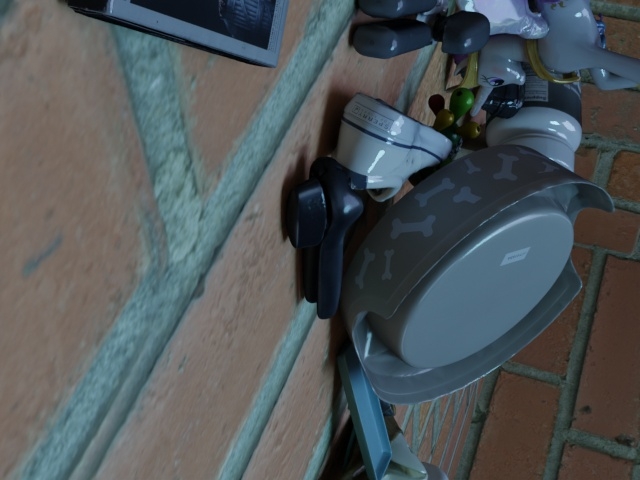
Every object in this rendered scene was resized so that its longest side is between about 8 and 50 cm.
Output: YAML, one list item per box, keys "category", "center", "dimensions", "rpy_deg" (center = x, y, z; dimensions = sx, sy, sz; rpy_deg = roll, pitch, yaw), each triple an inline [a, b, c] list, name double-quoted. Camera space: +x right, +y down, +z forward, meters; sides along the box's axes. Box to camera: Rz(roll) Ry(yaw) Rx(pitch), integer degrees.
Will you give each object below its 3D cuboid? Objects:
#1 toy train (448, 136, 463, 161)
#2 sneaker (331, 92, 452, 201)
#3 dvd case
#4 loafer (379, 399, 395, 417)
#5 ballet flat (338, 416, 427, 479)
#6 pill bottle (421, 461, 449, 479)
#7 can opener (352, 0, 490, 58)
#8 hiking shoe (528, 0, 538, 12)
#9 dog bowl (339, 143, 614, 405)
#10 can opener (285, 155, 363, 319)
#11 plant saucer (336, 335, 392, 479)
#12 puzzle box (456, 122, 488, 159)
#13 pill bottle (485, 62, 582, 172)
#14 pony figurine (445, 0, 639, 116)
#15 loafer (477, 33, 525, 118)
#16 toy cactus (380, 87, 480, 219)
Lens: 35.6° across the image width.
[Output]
- category: "toy train"
  center: [0.191, -0.112, 1.539]
  dimensions: [0.036, 0.027, 0.158]
  rpy_deg: [93, 18, -46]
- category: "sneaker"
  center: [0.064, -0.090, 1.016]
  dimensions: [0.091, 0.094, 0.258]
  rpy_deg: [-61, 162, 10]
- category: "dvd case"
  center: [-0.057, -0.198, 0.557]
  dimensions: [0.238, 0.029, 0.179]
  rpy_deg: [-15, 117, -74]
- category: "loafer"
  center: [0.086, 0.153, 1.326]
  dimensions: [0.062, 0.061, 0.170]
  rpy_deg: [-28, 129, -69]
- category: "ballet flat"
  center: [0.068, 0.327, 1.297]
  dimensions: [0.342, 0.124, 0.116]
  rpy_deg: [-50, 149, -60]
- category: "pill bottle"
  center: [0.134, 0.436, 1.429]
  dimensions: [0.117, 0.117, 0.215]
  rpy_deg: [-44, 130, -63]
- category: "can opener"
  center: [0.117, -0.229, 1.032]
  dimensions: [0.283, 0.095, 0.076]
  rpy_deg: [-39, 140, -67]
- category: "hiking shoe"
  center: [0.410, -0.547, 1.884]
  dimensions: [0.114, 0.086, 0.227]
  rpy_deg: [34, 64, -60]
- category: "dog bowl"
  center: [0.173, 0.037, 1.156]
  dimensions: [0.348, 0.102, 0.349]
  rpy_deg: [-27, 146, -20]
- category: "can opener"
  center: [0.000, 0.000, 0.919]
  dimensions: [0.186, 0.073, 0.059]
  rpy_deg: [91, -19, -49]
- category: "plant saucer"
  center: [0.055, 0.207, 1.237]
  dimensions: [0.067, 0.018, 0.192]
  rpy_deg: [-52, 132, -57]
- category: "puzzle box"
  center: [0.269, 0.000, 1.877]
  dimensions: [0.272, 0.052, 0.409]
  rpy_deg: [-40, 141, -66]
- category: "pill bottle"
  center: [0.366, -0.228, 1.709]
  dimensions: [0.161, 0.161, 0.283]
  rpy_deg: [74, 20, -62]
- category: "pony figurine"
  center: [0.311, -0.321, 1.310]
  dimensions: [0.303, 0.363, 0.351]
  rpy_deg: [-50, 135, -44]
- category: "loafer"
  center: [0.289, -0.303, 1.634]
  dimensions: [0.076, 0.078, 0.223]
  rpy_deg: [128, -30, -58]
- category: "toy cactus"
  center: [0.128, -0.085, 1.246]
  dimensions: [0.180, 0.112, 0.219]
  rpy_deg: [-124, -136, -85]
